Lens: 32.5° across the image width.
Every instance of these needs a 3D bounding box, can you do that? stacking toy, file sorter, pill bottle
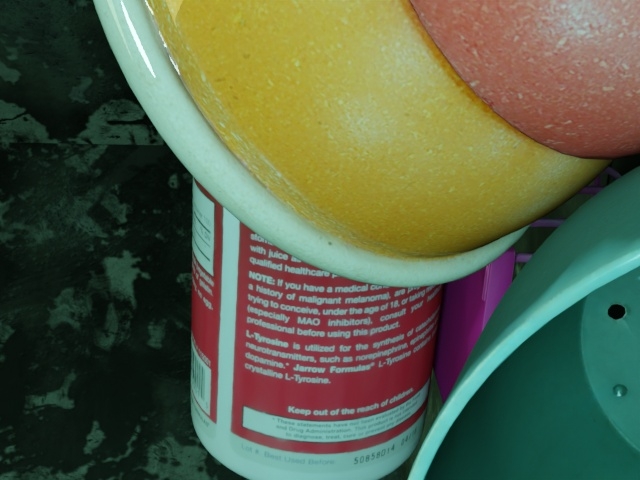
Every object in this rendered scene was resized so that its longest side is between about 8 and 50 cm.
[{"bbox_3d":[0.160,-0.183,0.438,0.480,0.351,0.350,-15,70,45],"label":"stacking toy"},{"bbox_3d":[0.203,0.040,1.004,0.290,0.182,0.202,-98,10,-65],"label":"file sorter"},{"bbox_3d":[0.000,0.000,0.978,0.229,0.229,0.407,-95,8,-62],"label":"pill bottle"}]

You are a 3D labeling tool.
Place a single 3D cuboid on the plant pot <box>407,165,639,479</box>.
[{"bbox_3d":[0.190,0.085,0.435,0.235,0.293,0.293,-57,-29,-66],"label":"plant pot"}]
